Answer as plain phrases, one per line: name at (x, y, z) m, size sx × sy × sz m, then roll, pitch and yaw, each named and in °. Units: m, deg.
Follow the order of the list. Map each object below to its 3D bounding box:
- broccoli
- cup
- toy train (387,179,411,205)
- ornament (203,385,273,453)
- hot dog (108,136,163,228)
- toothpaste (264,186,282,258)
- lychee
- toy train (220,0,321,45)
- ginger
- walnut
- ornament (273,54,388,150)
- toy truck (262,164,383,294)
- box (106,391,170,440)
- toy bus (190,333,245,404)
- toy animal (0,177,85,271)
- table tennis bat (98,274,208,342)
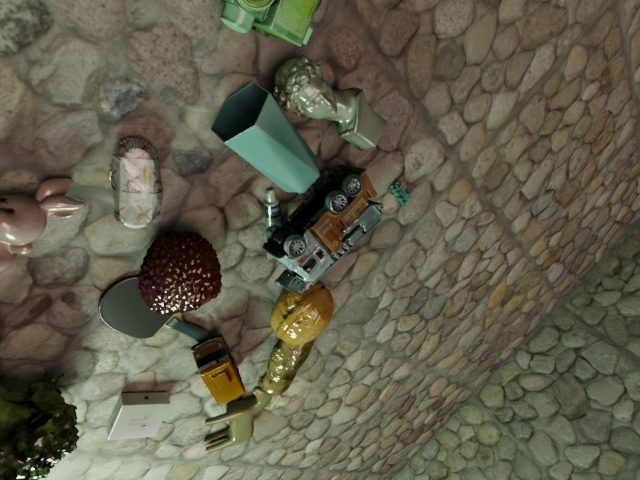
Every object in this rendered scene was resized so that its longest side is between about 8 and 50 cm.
broccoli at (-0.701, 0.406, 0.875) m, size 0.293 × 0.347 × 0.281 m, roll -34°, pitch 108°, yaw -61°
cup at (-0.101, -0.200, 0.883) m, size 0.235 × 0.134 × 0.148 m, roll 42°, pitch 66°, yaw -47°
toy train at (0.234, -0.140, 1.202) m, size 0.045 × 0.029 × 0.092 m, roll -49°, pitch 131°, yaw -5°
ornament at (-0.264, 0.583, 1.356) m, size 0.244 × 0.061 × 0.231 m, roll -9°, pitch 122°, yaw -26°
hot dog at (-0.373, -0.114, 0.829) m, size 0.099 × 0.053 × 0.192 m, roll -7°, pitch 120°, yaw -29°
toothpaste at (-0.118, -0.042, 1.046) m, size 0.061 × 0.037 × 0.216 m, roll -21°, pitch 134°, yaw -23°
lychee at (-0.315, 0.069, 0.911) m, size 0.188 × 0.188 × 0.188 m, roll -16°, pitch 127°, yaw -22°
toy train at (-0.075, -0.483, 0.698) m, size 0.188 × 0.159 × 0.272 m, roll 10°, pitch 114°, yaw -43°
ginger at (-0.107, 0.374, 1.287) m, size 0.109 × 0.116 × 0.263 m, roll 29°, pitch 113°, yaw 1°
walnut at (-0.053, 0.206, 1.169) m, size 0.207 × 0.159 × 0.159 m, roll -48°, pitch 132°, yaw 10°
ornament at (0.023, -0.299, 0.898) m, size 0.285 × 0.130 × 0.121 m, roll 19°, pitch 84°, yaw -39°
toy truck at (0.006, -0.018, 1.017) m, size 0.338 × 0.132 × 0.184 m, roll -48°, pitch 123°, yaw -12°
box at (-0.511, 0.490, 1.148) m, size 0.129 × 0.051 × 0.130 m, roll 15°, pitch 111°, yaw -37°
toy bus at (-0.287, 0.369, 1.155) m, size 0.098 × 0.114 × 0.201 m, roll -23°, pitch 137°, yaw -15°
toy animal at (-0.547, -0.044, 0.731) m, size 0.212 × 0.124 × 0.124 m, roll -45°, pitch 133°, yaw -6°
table tennis bat at (-0.403, 0.190, 1.033) m, size 0.173 × 0.022 × 0.301 m, roll -46°, pitch 131°, yaw 3°
